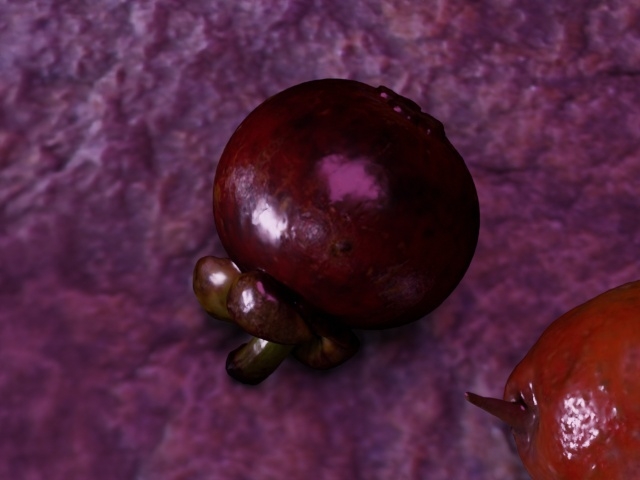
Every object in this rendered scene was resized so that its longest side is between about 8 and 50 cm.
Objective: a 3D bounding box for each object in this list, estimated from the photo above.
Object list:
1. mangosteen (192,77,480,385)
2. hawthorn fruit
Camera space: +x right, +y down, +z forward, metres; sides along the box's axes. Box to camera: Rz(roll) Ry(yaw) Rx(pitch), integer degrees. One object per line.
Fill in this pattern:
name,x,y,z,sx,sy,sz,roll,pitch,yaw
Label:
mangosteen,0.000,0.000,1.470,0.215,0.215,0.257,42,101,19
hawthorn fruit,0.238,0.120,1.400,0.262,0.210,0.210,2,60,6
